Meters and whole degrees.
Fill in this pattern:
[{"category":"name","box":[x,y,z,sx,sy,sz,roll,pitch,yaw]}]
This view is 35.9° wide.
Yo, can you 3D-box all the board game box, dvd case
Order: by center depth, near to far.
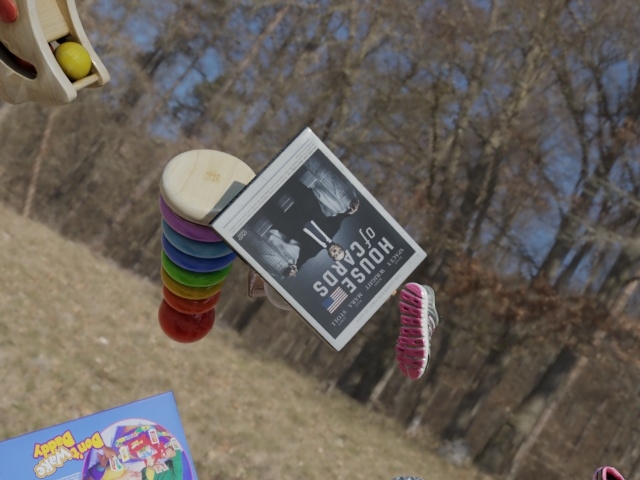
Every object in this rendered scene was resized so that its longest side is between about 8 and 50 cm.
[{"category":"dvd case","box":[0.000,0.000,1.275,0.238,0.179,0.029,46,-9,-15]},{"category":"board game box","box":[-0.323,0.361,1.340,0.078,0.347,0.233,-24,-100,41]}]

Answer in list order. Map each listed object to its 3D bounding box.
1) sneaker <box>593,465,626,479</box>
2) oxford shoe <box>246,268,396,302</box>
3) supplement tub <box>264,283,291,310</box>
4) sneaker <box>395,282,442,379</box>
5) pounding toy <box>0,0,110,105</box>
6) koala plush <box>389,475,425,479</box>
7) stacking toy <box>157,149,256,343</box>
[{"category":"sneaker","box":[0.410,0.353,1.325,0.119,0.047,0.057,55,-11,28]},{"category":"oxford shoe","box":[-0.001,0.110,2.312,0.364,0.132,0.130,13,4,-15]},{"category":"supplement tub","box":[-0.034,0.047,1.351,0.071,0.071,0.107,35,19,-3]},{"category":"sneaker","box":[0.174,0.153,1.695,0.063,0.170,0.075,6,10,38]},{"category":"pounding toy","box":[-0.309,-0.292,1.095,0.154,0.155,0.269,-16,-73,33]},{"category":"koala plush","box":[0.190,0.385,1.120,0.203,0.196,0.221,22,-18,-41]},{"category":"stacking toy","box":[-0.184,0.027,1.469,0.141,0.141,0.330,30,-45,13]}]
